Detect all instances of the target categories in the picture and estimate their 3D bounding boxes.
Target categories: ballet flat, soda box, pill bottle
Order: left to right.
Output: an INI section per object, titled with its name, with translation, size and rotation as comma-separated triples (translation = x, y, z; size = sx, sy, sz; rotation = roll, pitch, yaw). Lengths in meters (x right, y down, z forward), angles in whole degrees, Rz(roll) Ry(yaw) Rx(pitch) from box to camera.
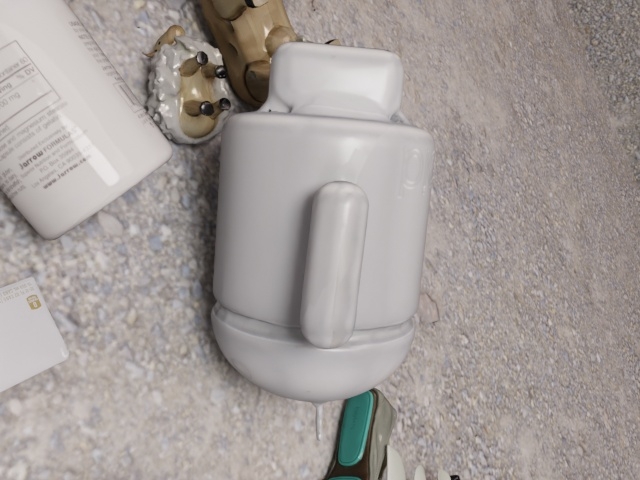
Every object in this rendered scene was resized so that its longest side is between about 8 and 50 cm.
[soda box]
translation = -0.282, 0.098, 0.384
size = 0.216, 0.074, 0.069
rotation = -28, 96, -48
[pill bottle]
translation = -0.236, -0.126, 0.477
size = 0.229, 0.131, 0.131
rotation = 56, 44, -15
[ballet flat]
translation = 0.041, 0.264, 0.659
size = 0.068, 0.072, 0.213
rotation = 47, 46, -27

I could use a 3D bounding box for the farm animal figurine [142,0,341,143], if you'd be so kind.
[farm animal figurine]
translation = -0.078, -0.297, 0.683
size = 0.330, 0.172, 0.327
rotation = -22, 109, -34

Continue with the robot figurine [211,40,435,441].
[robot figurine]
translation = 0.000, 0.000, 0.579
size = 0.300, 0.199, 0.353
rotation = -92, -173, -80

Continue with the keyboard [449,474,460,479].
[keyboard]
translation = 0.193, 0.406, 0.798
size = 0.108, 0.023, 0.180
rotation = -20, 91, -42

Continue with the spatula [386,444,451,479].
[spatula]
translation = 0.114, 0.365, 0.656
size = 0.168, 0.019, 0.242
rotation = 43, 40, -45
